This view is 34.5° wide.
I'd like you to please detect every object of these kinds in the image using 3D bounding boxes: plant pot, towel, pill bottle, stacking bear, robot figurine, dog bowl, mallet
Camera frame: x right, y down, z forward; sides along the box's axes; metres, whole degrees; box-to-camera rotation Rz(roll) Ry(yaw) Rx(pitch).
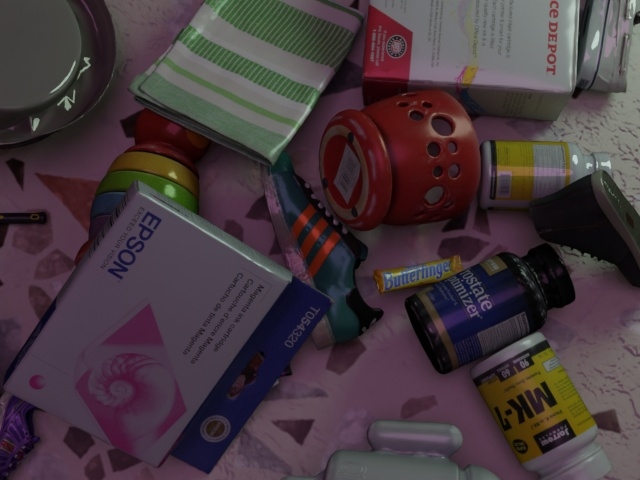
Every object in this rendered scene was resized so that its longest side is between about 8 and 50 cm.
[{"bbox_3d":[0.101,-0.111,1.447,0.174,0.191,0.191,-10,75,-27],"label":"plant pot"},{"bbox_3d":[-0.102,-0.278,1.540,0.247,0.038,0.325,26,58,10],"label":"towel"},{"bbox_3d":[0.241,0.091,1.455,0.219,0.123,0.123,-25,77,-3],"label":"pill bottle"},{"bbox_3d":[-0.242,-0.075,1.505,0.164,0.175,0.289,-6,60,40],"label":"stacking bear"},{"bbox_3d":[0.113,0.387,1.355,0.353,0.200,0.300,5,78,4],"label":"robot figurine"},{"bbox_3d":[0.324,-0.093,1.502,0.184,0.103,0.103,2,77,3],"label":"pill bottle"},{"bbox_3d":[-0.485,-0.293,1.520,0.348,0.102,0.349,11,67,-26],"label":"dog bowl"},{"bbox_3d":[-0.516,-0.043,1.574,0.189,0.039,0.062,-7,75,-4],"label":"mallet"},{"bbox_3d":[0.306,0.243,1.419,0.119,0.119,0.209,-29,77,-4],"label":"pill bottle"}]

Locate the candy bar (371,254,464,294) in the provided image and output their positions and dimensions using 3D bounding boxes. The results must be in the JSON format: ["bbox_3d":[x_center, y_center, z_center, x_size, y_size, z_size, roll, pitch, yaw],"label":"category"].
[{"bbox_3d":[0.142,0.051,1.491,0.161,0.018,0.040,-8,77,-32],"label":"candy bar"}]

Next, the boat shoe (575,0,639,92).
[{"bbox_3d":[0.452,-0.353,1.560,0.088,0.096,0.268,13,79,2],"label":"boat shoe"}]

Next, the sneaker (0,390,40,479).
[{"bbox_3d":[-0.443,0.298,1.475,0.071,0.068,0.170,13,79,-2],"label":"sneaker"}]

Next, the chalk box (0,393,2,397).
[{"bbox_3d":[-0.582,0.202,1.445,0.289,0.180,0.179,-39,78,-5],"label":"chalk box"}]

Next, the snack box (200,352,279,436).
[{"bbox_3d":[-0.149,0.226,1.473,0.178,0.022,0.064,-35,100,4],"label":"snack box"}]

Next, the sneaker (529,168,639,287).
[{"bbox_3d":[0.392,-0.005,1.469,0.118,0.222,0.083,-19,36,31],"label":"sneaker"}]

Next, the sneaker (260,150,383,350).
[{"bbox_3d":[0.000,0.000,1.502,0.121,0.108,0.302,-19,85,-2],"label":"sneaker"}]

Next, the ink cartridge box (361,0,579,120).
[{"bbox_3d":[0.221,-0.311,1.543,0.306,0.131,0.226,6,77,3],"label":"ink cartridge box"}]

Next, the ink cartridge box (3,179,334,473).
[{"bbox_3d":[-0.194,0.137,1.375,0.330,0.071,0.324,32,100,-19],"label":"ink cartridge box"}]

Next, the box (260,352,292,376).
[{"bbox_3d":[-0.132,0.157,1.508,0.162,0.029,0.116,-13,77,1],"label":"box"}]
